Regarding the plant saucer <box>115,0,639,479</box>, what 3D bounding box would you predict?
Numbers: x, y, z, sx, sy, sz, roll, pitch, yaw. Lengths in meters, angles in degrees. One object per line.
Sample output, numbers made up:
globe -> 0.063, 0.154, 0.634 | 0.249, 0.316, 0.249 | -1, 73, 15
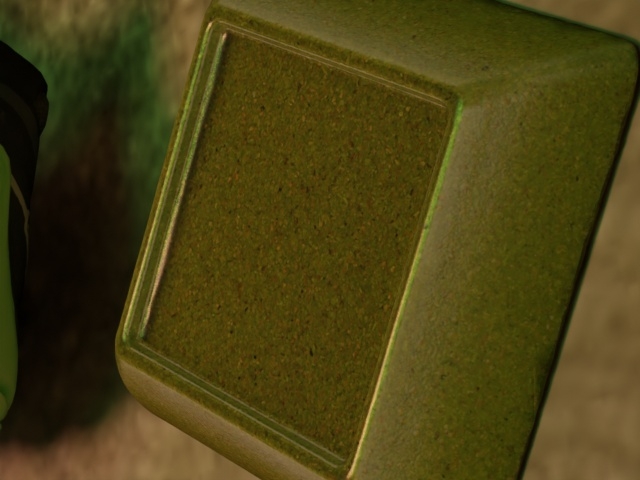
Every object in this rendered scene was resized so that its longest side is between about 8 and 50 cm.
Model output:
plant saucer -> 0.000, 0.000, 0.671 | 0.188, 0.045, 0.188 | 24, 102, 45

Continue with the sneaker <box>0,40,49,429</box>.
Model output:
sneaker -> -0.274, -0.017, 0.895 | 0.483, 0.185, 0.202 | 5, 70, 43
